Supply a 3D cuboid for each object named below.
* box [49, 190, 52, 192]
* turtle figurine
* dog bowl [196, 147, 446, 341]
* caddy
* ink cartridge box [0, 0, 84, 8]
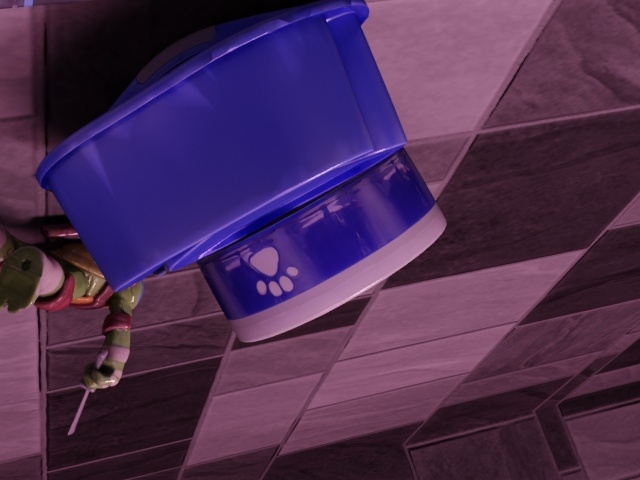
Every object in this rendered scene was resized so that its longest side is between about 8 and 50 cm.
[{"bbox_3d":[-0.235,-0.069,1.144,0.083,0.018,0.067,-26,156,17],"label":"box"},{"bbox_3d":[-0.311,0.084,1.207,0.275,0.197,0.266,-27,157,9],"label":"turtle figurine"},{"bbox_3d":[0.000,0.000,1.219,0.265,0.104,0.265,-29,-173,4],"label":"dog bowl"},{"bbox_3d":[-0.092,-0.098,0.995,0.341,0.179,0.241,-28,177,20],"label":"caddy"},{"bbox_3d":[-0.185,-0.268,0.680,0.166,0.065,0.332,-10,155,-19],"label":"ink cartridge box"}]
